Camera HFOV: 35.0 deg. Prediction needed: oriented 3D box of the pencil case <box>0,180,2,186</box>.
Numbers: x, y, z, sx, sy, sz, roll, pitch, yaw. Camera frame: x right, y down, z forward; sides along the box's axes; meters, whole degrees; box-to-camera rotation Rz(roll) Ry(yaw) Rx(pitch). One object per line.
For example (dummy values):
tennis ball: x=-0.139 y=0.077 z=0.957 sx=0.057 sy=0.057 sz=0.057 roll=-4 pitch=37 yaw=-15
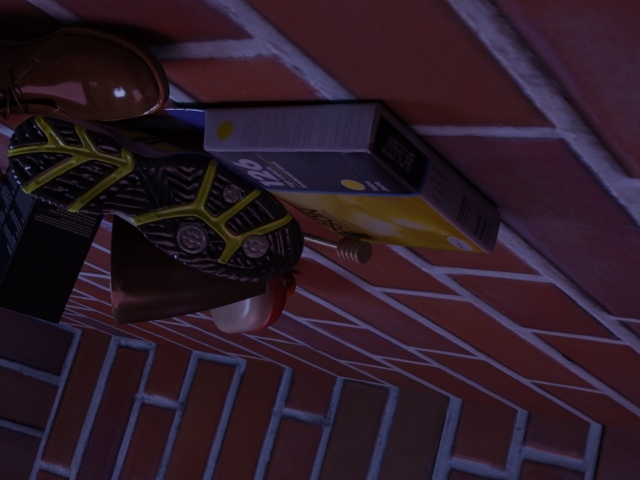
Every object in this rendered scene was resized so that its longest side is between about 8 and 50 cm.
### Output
pencil case: x=-0.599 y=-0.070 z=1.826 sx=0.086 sy=0.088 sz=0.206 roll=6 pitch=164 yaw=10

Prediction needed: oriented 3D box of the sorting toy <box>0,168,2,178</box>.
sorting toy: x=-0.418 y=-0.162 z=0.982 sx=0.126 sy=0.127 sz=0.365 roll=-10 pitch=120 yaw=15

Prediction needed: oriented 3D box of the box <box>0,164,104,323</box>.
box: x=-0.407 y=-0.017 z=1.457 sx=0.103 sy=0.184 sz=0.261 roll=24 pitch=-174 yaw=-28

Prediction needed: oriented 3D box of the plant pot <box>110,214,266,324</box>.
plant pot: x=-0.199 y=0.028 z=1.593 sx=0.230 sy=0.215 sz=0.215 roll=2 pitch=167 yaw=-4

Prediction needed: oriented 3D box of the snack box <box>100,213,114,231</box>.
snack box: x=-0.439 y=-0.057 z=1.841 sx=0.178 sy=0.022 sz=0.064 roll=24 pitch=163 yaw=-33

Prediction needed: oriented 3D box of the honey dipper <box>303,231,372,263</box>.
honey dipper: x=0.000 y=0.000 z=1.334 sx=0.160 sy=0.030 sz=0.030 roll=16 pitch=171 yaw=43

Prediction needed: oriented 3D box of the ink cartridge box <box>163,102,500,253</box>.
ink cartridge box: x=0.012 y=-0.070 z=1.209 sx=0.307 sy=0.072 sz=0.303 roll=2 pitch=162 yaw=36

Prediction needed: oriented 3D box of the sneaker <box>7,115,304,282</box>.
sneaker: x=-0.193 y=-0.074 z=1.296 sx=0.384 sy=0.145 sz=0.147 roll=26 pitch=-161 yaw=-1

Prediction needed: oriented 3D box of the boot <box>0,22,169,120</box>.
boot: x=-0.299 y=-0.155 z=1.051 sx=0.305 sy=0.115 sz=0.112 roll=7 pitch=128 yaw=25

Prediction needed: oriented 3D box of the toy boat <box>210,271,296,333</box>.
toy boat: x=-0.115 y=0.090 z=1.894 sx=0.151 sy=0.151 sz=0.231 roll=-12 pitch=178 yaw=-24
